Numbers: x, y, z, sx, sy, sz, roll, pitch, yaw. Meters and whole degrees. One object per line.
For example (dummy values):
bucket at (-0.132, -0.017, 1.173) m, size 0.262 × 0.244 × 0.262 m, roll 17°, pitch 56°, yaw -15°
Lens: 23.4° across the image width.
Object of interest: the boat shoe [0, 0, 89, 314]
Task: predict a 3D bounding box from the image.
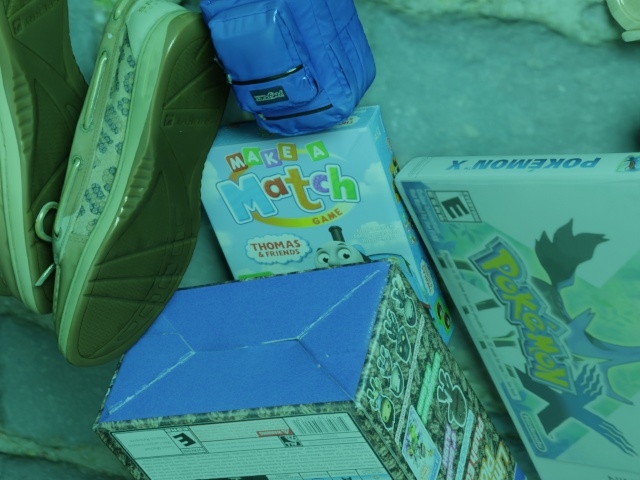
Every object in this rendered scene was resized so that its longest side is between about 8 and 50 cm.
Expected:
boat shoe at (-0.249, -0.104, 1.194) m, size 0.110 × 0.121 × 0.341 m, roll 7°, pitch 117°, yaw 22°

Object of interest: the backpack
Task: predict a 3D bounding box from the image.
backpack at (-0.024, -0.131, 1.091) m, size 0.098 × 0.101 × 0.120 m, roll -4°, pitch 127°, yaw 32°

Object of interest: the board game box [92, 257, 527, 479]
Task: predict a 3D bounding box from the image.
board game box at (0.002, 0.172, 1.242) m, size 0.232 × 0.141 × 0.291 m, roll -8°, pitch 134°, yaw 27°

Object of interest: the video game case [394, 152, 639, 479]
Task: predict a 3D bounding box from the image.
video game case at (0.233, 0.078, 1.125) m, size 0.300 × 0.036 × 0.329 m, roll 2°, pitch 128°, yaw 45°

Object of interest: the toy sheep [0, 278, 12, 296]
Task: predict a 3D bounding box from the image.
toy sheep at (-0.282, -0.013, 1.291) m, size 0.091 × 0.091 × 0.132 m, roll -13°, pitch 106°, yaw 29°

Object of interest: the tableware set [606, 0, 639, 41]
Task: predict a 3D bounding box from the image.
tableware set at (0.244, -0.129, 0.980) m, size 0.141 × 0.020 × 0.168 m, roll -23°, pitch 88°, yaw 54°

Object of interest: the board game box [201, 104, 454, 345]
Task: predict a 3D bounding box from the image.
board game box at (0.000, 0.000, 1.218) m, size 0.160 × 0.039 × 0.211 m, roll -6°, pitch 122°, yaw 25°

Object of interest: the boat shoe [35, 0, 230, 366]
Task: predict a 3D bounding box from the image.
boat shoe at (-0.147, -0.043, 1.165) m, size 0.089 × 0.105 × 0.285 m, roll 28°, pitch 104°, yaw 33°
